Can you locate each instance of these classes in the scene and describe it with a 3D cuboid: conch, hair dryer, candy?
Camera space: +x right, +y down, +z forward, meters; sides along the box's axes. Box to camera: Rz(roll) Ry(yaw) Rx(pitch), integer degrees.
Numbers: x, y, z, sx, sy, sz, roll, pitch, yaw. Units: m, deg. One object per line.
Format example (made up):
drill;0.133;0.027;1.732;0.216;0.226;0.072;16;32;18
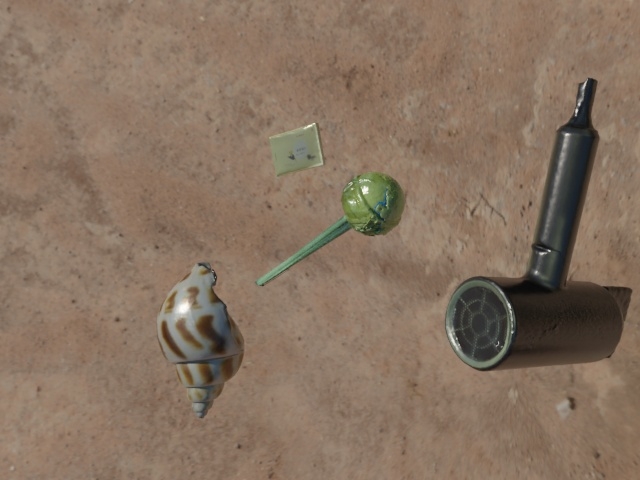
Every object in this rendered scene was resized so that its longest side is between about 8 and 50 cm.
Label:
conch;-0.223;0.187;1.249;0.149;0.183;0.274;-22;97;-7
hair dryer;0.223;-0.010;0.580;0.078;0.196;0.248;26;109;55
candy;0.000;0.000;1.070;0.336;0.093;0.092;-34;57;36

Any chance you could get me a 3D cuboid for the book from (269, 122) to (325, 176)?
book;-0.044;-0.165;1.225;0.111;0.014;0.077;-10;91;36
